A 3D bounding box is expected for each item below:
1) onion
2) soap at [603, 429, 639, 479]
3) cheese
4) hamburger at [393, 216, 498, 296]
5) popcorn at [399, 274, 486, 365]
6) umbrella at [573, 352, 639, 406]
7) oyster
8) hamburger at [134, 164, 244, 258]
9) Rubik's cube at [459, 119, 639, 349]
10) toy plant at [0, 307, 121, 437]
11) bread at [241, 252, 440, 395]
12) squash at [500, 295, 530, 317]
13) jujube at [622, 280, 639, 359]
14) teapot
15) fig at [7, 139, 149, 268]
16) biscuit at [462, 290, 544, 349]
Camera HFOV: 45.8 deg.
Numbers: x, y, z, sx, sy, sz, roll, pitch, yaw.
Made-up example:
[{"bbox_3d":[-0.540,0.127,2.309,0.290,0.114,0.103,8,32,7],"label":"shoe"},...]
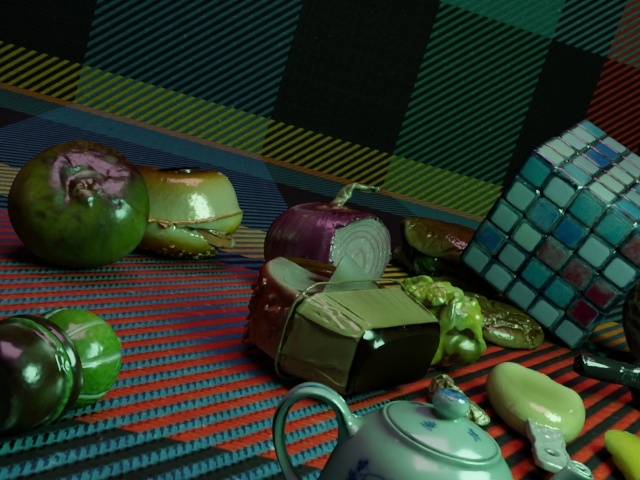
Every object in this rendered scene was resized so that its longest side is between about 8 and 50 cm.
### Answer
[{"bbox_3d":[0.001,0.014,1.241,0.201,0.200,0.207,21,43,19],"label":"onion"},{"bbox_3d":[0.384,0.269,0.864,0.089,0.033,0.168,18,11,-3],"label":"soap"},{"bbox_3d":[0.266,0.218,0.905,0.127,0.050,0.255,19,13,5],"label":"cheese"},{"bbox_3d":[0.305,0.029,1.689,0.265,0.134,0.285,0,23,-45],"label":"hamburger"},{"bbox_3d":[0.159,0.116,1.063,0.145,0.126,0.126,39,12,-19],"label":"popcorn"},{"bbox_3d":[0.552,0.225,1.159,0.340,0.118,0.118,15,11,-5],"label":"umbrella"},{"bbox_3d":[0.172,0.190,0.929,0.083,0.038,0.081,18,9,12],"label":"oyster"},{"bbox_3d":[-0.240,-0.047,1.220,0.237,0.147,0.237,5,7,-1],"label":"hamburger"},{"bbox_3d":[0.497,-0.021,1.464,0.292,0.287,0.293,40,39,16],"label":"Rubik's cube"},{"bbox_3d":[-0.226,0.102,0.624,0.093,0.092,0.162,20,11,17],"label":"toy plant"},{"bbox_3d":[0.020,0.092,0.917,0.212,0.142,0.224,30,17,37],"label":"bread"},{"bbox_3d":[0.468,0.139,1.577,0.201,0.066,0.066,12,12,-11],"label":"squash"},{"bbox_3d":[0.682,0.154,1.410,0.226,0.226,0.317,23,15,28],"label":"jujube"},{"bbox_3d":[0.072,0.176,0.562,0.232,0.159,0.159,18,11,5],"label":"teapot"},{"bbox_3d":[-0.326,-0.045,1.036,0.181,0.181,0.191,16,-16,-6],"label":"fig"},{"bbox_3d":[0.302,0.139,1.381,0.226,0.042,0.226,17,12,-4],"label":"biscuit"}]
